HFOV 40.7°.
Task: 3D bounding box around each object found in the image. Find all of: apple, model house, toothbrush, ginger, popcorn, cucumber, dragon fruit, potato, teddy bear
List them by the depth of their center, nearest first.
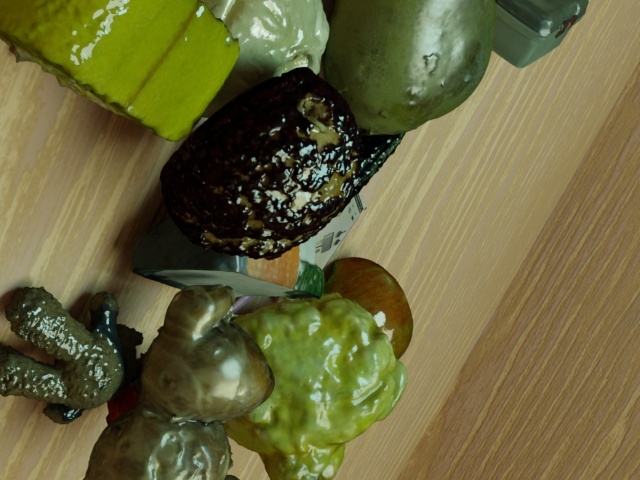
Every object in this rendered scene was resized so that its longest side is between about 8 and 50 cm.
[{"bbox_3d":[-0.310,0.160,1.110,0.182,0.129,0.251,-57,156,6],"label":"teddy bear"},{"bbox_3d":[-0.176,0.239,1.166,0.256,0.176,0.375,11,96,-34],"label":"ginger"},{"bbox_3d":[-0.105,-0.070,1.215,0.271,0.190,0.300,23,75,-60],"label":"model house"},{"bbox_3d":[0.139,-0.328,1.241,0.270,0.219,0.359,-23,138,-40],"label":"potato"},{"bbox_3d":[-0.271,0.219,1.277,0.153,0.153,0.111,-48,137,-19],"label":"dragon fruit"},{"bbox_3d":[-0.161,0.128,1.481,0.286,0.025,0.020,-40,150,-34],"label":"toothbrush"},{"bbox_3d":[-0.026,0.254,1.510,0.334,0.292,0.294,-50,139,12],"label":"popcorn"},{"bbox_3d":[0.079,-0.152,1.524,0.303,0.081,0.072,-47,126,-19],"label":"cucumber"},{"bbox_3d":[0.058,0.162,1.750,0.226,0.246,0.246,-25,145,-19],"label":"apple"}]

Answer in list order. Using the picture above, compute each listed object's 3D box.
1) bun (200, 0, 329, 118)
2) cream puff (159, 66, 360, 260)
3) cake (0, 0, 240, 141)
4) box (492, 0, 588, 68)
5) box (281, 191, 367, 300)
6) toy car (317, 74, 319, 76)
[{"bbox_3d":[-0.077,-0.247,1.022,0.244,0.153,0.244,-46,153,-32],"label":"bun"},{"bbox_3d":[-0.056,-0.074,0.957,0.239,0.165,0.239,-37,177,-2],"label":"cream puff"},{"bbox_3d":[-0.201,-0.203,0.806,0.156,0.179,0.260,-55,159,-2],"label":"cake"},{"bbox_3d":[0.425,-0.447,1.728,0.210,0.148,0.129,-34,159,-40],"label":"box"},{"bbox_3d":[0.000,0.000,1.592,0.247,0.033,0.129,-56,158,-12],"label":"box"},{"bbox_3d":[-0.028,-0.255,1.242,0.059,0.035,0.122,-42,161,-29],"label":"toy car"}]
